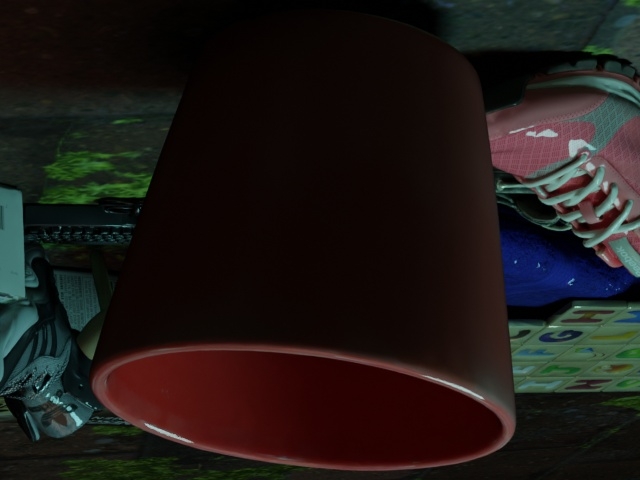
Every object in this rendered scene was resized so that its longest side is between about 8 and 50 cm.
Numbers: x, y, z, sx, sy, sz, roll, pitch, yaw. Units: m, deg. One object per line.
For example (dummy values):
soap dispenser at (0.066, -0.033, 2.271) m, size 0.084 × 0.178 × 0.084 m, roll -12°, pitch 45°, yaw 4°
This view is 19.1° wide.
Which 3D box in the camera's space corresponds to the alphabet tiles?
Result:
alphabet tiles at (0.292, 0.110, 1.905) m, size 0.343 × 0.011 × 0.285 m, roll 1°, pitch 160°, yaw -20°

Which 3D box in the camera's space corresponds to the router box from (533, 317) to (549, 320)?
router box at (0.299, 0.100, 2.140) m, size 0.133 × 0.046 × 0.179 m, roll -9°, pitch 163°, yaw 10°

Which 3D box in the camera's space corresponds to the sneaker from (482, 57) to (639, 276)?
sneaker at (0.221, -0.045, 1.415) m, size 0.314 × 0.136 × 0.116 m, roll 9°, pitch 159°, yaw -41°

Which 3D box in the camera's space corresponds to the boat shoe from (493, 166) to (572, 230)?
boat shoe at (0.181, -0.044, 1.519) m, size 0.219 × 0.070 × 0.078 m, roll 11°, pitch 163°, yaw -42°

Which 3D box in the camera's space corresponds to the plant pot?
plant pot at (0.000, 0.000, 1.240) m, size 0.275 × 0.243 × 0.275 m, roll 5°, pitch 159°, yaw 2°

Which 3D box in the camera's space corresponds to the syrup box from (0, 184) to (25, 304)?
syrup box at (-0.356, 0.022, 1.542) m, size 0.237 × 0.096 × 0.093 m, roll -15°, pitch 162°, yaw 33°

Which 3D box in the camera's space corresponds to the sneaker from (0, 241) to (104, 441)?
sneaker at (-0.249, 0.112, 1.594) m, size 0.101 × 0.153 × 0.268 m, roll -25°, pitch -160°, yaw 13°

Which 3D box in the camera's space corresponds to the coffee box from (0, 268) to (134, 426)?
coffee box at (-0.263, 0.104, 1.832) m, size 0.297 × 0.119 × 0.168 m, roll 7°, pitch 160°, yaw -37°

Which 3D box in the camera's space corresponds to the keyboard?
keyboard at (-0.168, -0.012, 1.623) m, size 0.180 × 0.023 × 0.108 m, roll 0°, pitch 164°, yaw -22°

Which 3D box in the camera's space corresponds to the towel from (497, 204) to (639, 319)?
towel at (0.141, 0.017, 1.759) m, size 0.228 × 0.076 × 0.308 m, roll -8°, pitch 167°, yaw 36°

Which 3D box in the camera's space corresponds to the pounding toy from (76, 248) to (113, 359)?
pounding toy at (-0.107, 0.042, 1.712) m, size 0.154 × 0.155 × 0.269 m, roll -30°, pitch 174°, yaw 16°
